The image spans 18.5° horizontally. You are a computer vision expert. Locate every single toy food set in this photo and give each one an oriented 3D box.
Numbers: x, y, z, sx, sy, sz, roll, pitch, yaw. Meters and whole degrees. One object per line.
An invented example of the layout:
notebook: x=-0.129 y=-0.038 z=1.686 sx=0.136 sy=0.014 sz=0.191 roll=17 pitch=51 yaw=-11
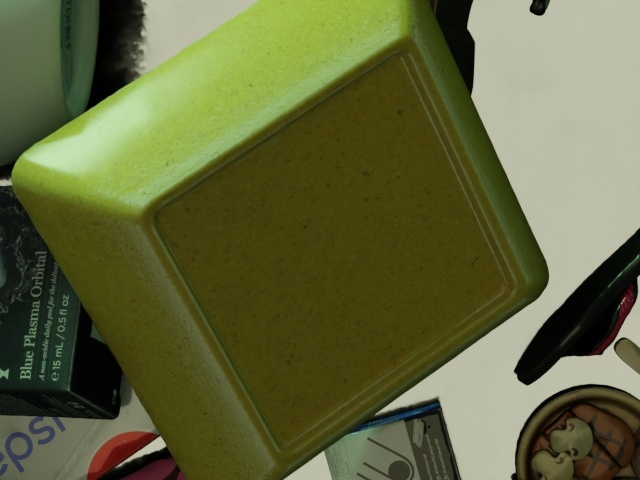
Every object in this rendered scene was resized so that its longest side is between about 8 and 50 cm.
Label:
toy food set: x=0.219 y=0.179 z=1.530 sx=0.132 sy=0.038 sz=0.192 roll=41 pitch=93 yaw=1

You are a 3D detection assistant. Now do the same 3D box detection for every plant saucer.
plant saucer: x=0.000 y=0.000 z=1.405 sx=0.333 sy=0.081 sz=0.333 roll=-35 pitch=117 yaw=-14

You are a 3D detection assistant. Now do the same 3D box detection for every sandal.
sandal: x=0.223 y=0.051 z=1.515 sx=0.040 sy=0.067 sz=0.179 roll=44 pitch=91 yaw=-11

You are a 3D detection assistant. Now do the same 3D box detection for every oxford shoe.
oxford shoe: x=0.080 y=-0.201 z=1.511 sx=0.076 sy=0.076 sz=0.212 roll=6 pitch=85 yaw=35

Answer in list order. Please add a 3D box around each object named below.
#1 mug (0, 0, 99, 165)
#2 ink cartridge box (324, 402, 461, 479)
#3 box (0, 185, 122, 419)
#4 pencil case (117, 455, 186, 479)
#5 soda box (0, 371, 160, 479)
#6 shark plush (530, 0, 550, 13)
mug: x=-0.332 y=-0.220 z=1.422 sx=0.328 sy=0.276 sz=0.374 roll=4 pitch=89 yaw=3
ink cartridge box: x=0.075 y=0.241 z=1.535 sx=0.097 sy=0.046 sz=0.207 roll=-16 pitch=91 yaw=4
box: x=-0.227 y=0.046 z=1.446 sx=0.158 sy=0.093 sz=0.156 roll=0 pitch=73 yaw=18
pencil case: x=-0.169 y=0.242 z=1.480 sx=0.209 sy=0.095 sz=0.098 roll=-26 pitch=69 yaw=-24
soda box: x=-0.170 y=0.124 z=1.519 sx=0.286 sy=0.091 sz=0.098 roll=-34 pitch=91 yaw=3
shark plush: x=0.202 y=-0.252 z=1.511 sx=0.067 sy=0.073 sz=0.161 roll=16 pitch=88 yaw=-28
